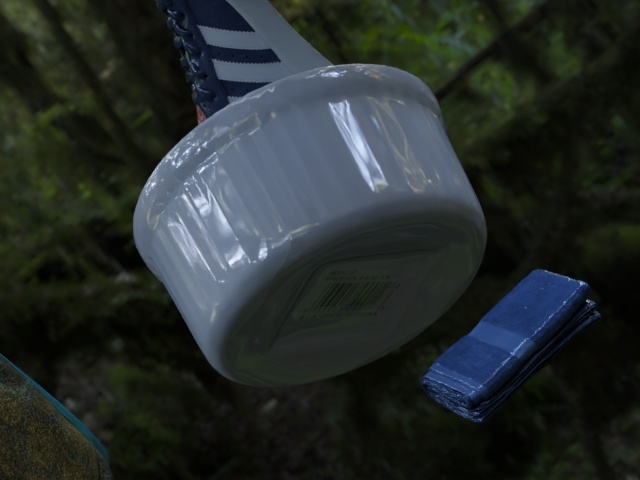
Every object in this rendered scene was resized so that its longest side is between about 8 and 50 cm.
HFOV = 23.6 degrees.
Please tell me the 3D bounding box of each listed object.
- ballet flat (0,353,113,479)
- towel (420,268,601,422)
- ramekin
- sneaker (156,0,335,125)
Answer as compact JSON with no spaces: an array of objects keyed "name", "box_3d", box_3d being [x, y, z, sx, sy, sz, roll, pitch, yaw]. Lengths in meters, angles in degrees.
[{"name":"ballet flat","box_3d":[-0.251,0.054,0.795,0.123,0.348,0.123,-39,16,13]},{"name":"towel","box_3d":[0.126,0.070,1.017,0.119,0.029,0.067,-42,31,-16]},{"name":"ramekin","box_3d":[0.000,0.000,1.239,0.277,0.135,0.277,-20,-30,-12]},{"name":"sneaker","box_3d":[-0.082,-0.144,1.343,0.148,0.350,0.131,-46,21,5]}]
